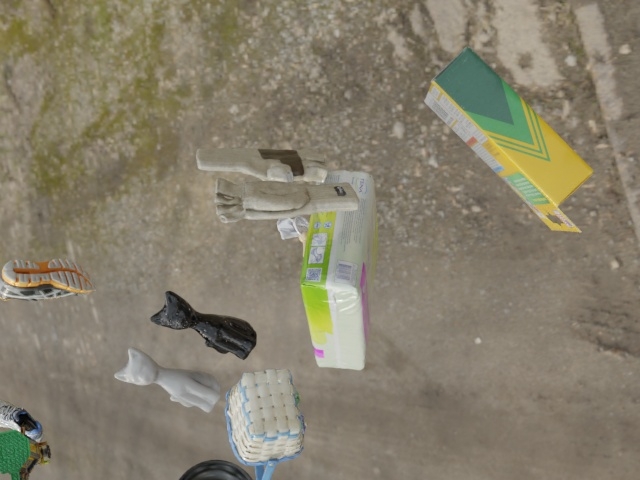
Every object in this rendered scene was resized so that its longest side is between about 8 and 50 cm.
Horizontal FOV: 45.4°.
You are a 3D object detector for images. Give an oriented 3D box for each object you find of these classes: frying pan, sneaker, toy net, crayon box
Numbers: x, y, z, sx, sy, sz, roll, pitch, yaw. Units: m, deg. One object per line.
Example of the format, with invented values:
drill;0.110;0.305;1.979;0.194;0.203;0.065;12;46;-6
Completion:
frying pan;-0.172;0.605;1.636;0.326;0.197;0.053;33;150;-3
sneaker;-0.583;0.092;1.630;0.083;0.215;0.084;-50;51;27
toy net;0.000;0.000;1.808;0.232;0.122;0.045;41;144;17
crayon box;0.314;-0.156;1.248;0.083;0.203;0.323;-44;88;4
sneaker;-0.601;0.345;1.506;0.135;0.052;0.058;31;137;-2

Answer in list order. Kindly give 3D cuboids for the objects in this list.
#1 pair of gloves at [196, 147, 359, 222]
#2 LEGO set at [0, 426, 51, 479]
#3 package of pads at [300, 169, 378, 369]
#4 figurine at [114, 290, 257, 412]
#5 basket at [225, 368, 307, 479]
pair of gloves;-0.070;-0.085;1.123;0.240;0.204;0.042;-125;37;-58
LEGO set;-0.502;0.448;1.146;0.192;0.255;0.331;105;145;-69
package of pads;0.039;0.051;1.273;0.296;0.101;0.229;83;-167;-57
figurine;-0.267;0.219;1.492;0.214;0.209;0.092;-56;34;4
basket;-0.147;0.487;2.021;0.289;0.201;0.254;117;146;-51
